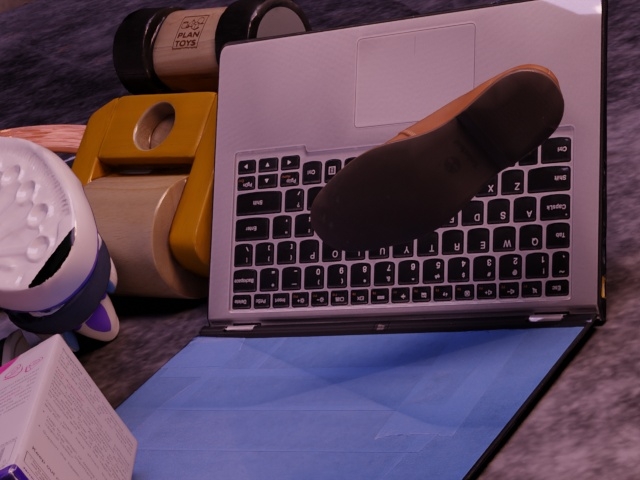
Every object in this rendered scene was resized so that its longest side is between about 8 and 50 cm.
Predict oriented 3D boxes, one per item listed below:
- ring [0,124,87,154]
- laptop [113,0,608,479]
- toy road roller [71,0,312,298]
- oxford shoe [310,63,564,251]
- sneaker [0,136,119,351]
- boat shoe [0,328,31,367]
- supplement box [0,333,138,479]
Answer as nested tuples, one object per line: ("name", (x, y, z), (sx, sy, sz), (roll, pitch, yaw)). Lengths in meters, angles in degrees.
("ring", (-0.306, -0.038, 1.952), (0.336, 0.032, 0.336), (-1, 29, 1))
("laptop", (0.000, 0.000, 1.411), (0.382, 0.408, 0.236), (-3, -10, 35))
("toy road roller", (-0.088, -0.071, 1.795), (0.202, 0.240, 0.330), (1, 64, 43))
("oxford shoe", (0.089, -0.059, 1.348), (0.212, 0.076, 0.076), (-30, 10, 16))
("sneaker", (-0.222, 0.021, 1.562), (0.130, 0.236, 0.323), (-53, 39, -8))
("boat shoe", (-0.270, 0.134, 1.482), (0.079, 0.084, 0.233), (-16, 17, 4))
("supplement box", (-0.208, 0.172, 1.254), (0.111, 0.114, 0.220), (-31, 19, 11))
